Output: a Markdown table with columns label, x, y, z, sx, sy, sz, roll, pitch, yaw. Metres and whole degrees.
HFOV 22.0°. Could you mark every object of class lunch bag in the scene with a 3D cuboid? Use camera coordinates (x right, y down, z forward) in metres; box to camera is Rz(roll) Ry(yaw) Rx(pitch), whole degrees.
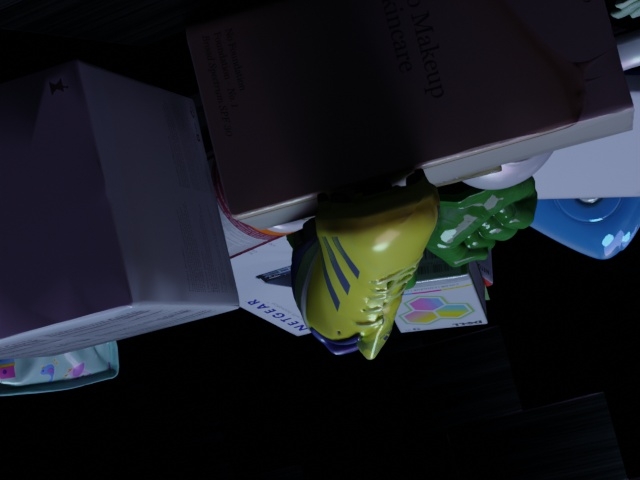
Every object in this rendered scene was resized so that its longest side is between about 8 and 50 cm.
| label | x | y | z | sx | sy | sz | roll | pitch | yaw |
| --- | --- | --- | --- | --- | --- | --- | --- | --- | --- |
| lunch bag | -0.402 | 0.099 | 1.924 | 0.262 | 0.160 | 0.223 | -12 | -161 | -44 |

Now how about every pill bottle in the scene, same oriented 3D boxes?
| label | x | y | z | sx | sy | sz | roll | pitch | yaw |
| --- | --- | --- | --- | --- | --- | --- | --- | --- | --- |
| pill bottle | -0.100 | -0.043 | 1.765 | 0.121 | 0.121 | 0.221 | -9 | 172 | -38 |

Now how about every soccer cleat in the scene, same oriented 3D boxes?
| label | x | y | z | sx | sy | sz | roll | pitch | yaw |
| --- | --- | --- | --- | --- | --- | --- | --- | --- | --- |
| soccer cleat | 0.039 | 0.024 | 1.228 | 0.093 | 0.121 | 0.289 | -12 | 172 | -11 |

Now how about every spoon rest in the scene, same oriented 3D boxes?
| label | x | y | z | sx | sy | sz | roll | pitch | yaw |
| --- | --- | --- | --- | --- | --- | --- | --- | --- | --- |
| spoon rest | 0.244 | -0.148 | 1.689 | 0.276 | 0.137 | 0.084 | -24 | -159 | -7 |

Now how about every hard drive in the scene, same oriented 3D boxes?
| label | x | y | z | sx | sy | sz | roll | pitch | yaw |
| --- | --- | --- | --- | --- | --- | --- | --- | --- | --- |
| hard drive | 0.270 | -0.115 | 1.842 | 0.318 | 0.040 | 0.210 | -2 | 148 | -24 |

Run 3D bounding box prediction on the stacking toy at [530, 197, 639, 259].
| label | x | y | z | sx | sy | sz | roll | pitch | yaw |
| --- | --- | --- | --- | --- | --- | --- | --- | --- | --- |
| stacking toy | 0.379 | -0.105 | 2.250 | 0.165 | 0.175 | 0.302 | 27 | -160 | 5 |

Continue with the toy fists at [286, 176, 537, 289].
| label | x | y | z | sx | sy | sz | roll | pitch | yaw |
| --- | --- | --- | --- | --- | --- | --- | --- | --- | --- |
| toy fists | 0.103 | -0.013 | 1.795 | 0.279 | 0.096 | 0.142 | -23 | 152 | 10 |

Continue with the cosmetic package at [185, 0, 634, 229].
| label | x | y | z | sx | sy | sz | roll | pitch | yaw |
| --- | --- | --- | --- | --- | --- | --- | --- | --- | --- |
| cosmetic package | 0.070 | -0.124 | 1.260 | 0.309 | 0.160 | 0.113 | -16 | 173 | 9 |

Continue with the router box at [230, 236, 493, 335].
| label | x | y | z | sx | sy | sz | roll | pitch | yaw |
| --- | --- | --- | --- | --- | --- | --- | --- | --- | --- |
| router box | 0.000 | 0.000 | 2.005 | 0.301 | 0.082 | 0.335 | -17 | 151 | 31 |

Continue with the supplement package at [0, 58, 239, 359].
| label | x | y | z | sx | sy | sz | roll | pitch | yaw |
| --- | --- | --- | --- | --- | --- | --- | --- | --- | --- |
| supplement package | -0.217 | -0.015 | 1.384 | 0.198 | 0.199 | 0.262 | -15 | 174 | 14 |

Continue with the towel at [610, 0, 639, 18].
| label | x | y | z | sx | sy | sz | roll | pitch | yaw |
| --- | --- | --- | --- | --- | --- | --- | --- | --- | --- |
| towel | 0.438 | -0.227 | 1.397 | 0.248 | 0.038 | 0.325 | -12 | -173 | -28 |

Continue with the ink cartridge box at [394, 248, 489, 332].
| label | x | y | z | sx | sy | sz | roll | pitch | yaw |
| --- | --- | --- | --- | --- | --- | --- | --- | --- | --- |
| ink cartridge box | 0.138 | 0.061 | 1.967 | 0.109 | 0.062 | 0.209 | -7 | 154 | 11 |

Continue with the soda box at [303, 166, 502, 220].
| label | x | y | z | sx | sy | sz | roll | pitch | yaw |
| --- | --- | --- | --- | --- | --- | --- | --- | --- | --- |
| soda box | 0.060 | -0.068 | 1.398 | 0.181 | 0.058 | 0.061 | -13 | 173 | 8 |
